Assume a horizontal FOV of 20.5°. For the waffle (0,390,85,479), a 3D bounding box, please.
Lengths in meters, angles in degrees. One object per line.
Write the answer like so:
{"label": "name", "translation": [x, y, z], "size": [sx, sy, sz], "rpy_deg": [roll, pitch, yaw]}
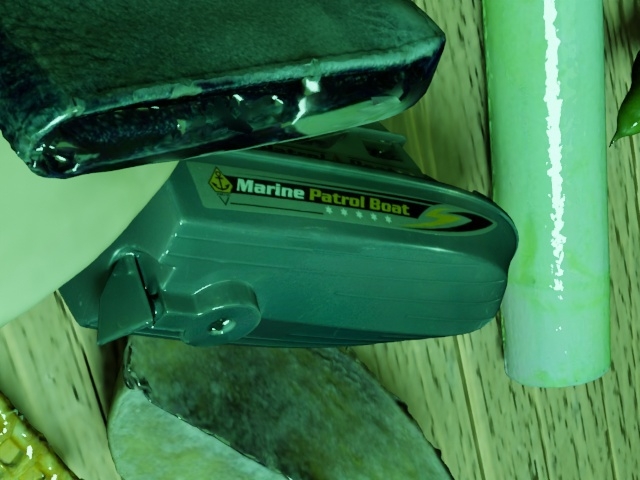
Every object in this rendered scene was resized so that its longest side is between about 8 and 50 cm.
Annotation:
{"label": "waffle", "translation": [-0.187, 0.119, 0.868], "size": [0.102, 0.042, 0.148], "rpy_deg": [-49, 129, -19]}

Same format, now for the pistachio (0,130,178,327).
{"label": "pistachio", "translation": [-0.192, -0.051, 0.718], "size": [0.332, 0.208, 0.226], "rpy_deg": [-37, 80, -24]}

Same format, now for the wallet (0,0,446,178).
{"label": "wallet", "translation": [-0.119, -0.181, 0.670], "size": [0.190, 0.379, 0.046], "rpy_deg": [-17, 152, -38]}

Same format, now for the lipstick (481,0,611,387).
{"label": "lipstick", "translation": [0.142, -0.060, 1.095], "size": [0.076, 0.076, 0.304], "rpy_deg": [-21, 114, -37]}

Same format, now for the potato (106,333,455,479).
{"label": "potato", "translation": [-0.032, 0.118, 0.996], "size": [0.261, 0.100, 0.120], "rpy_deg": [34, 36, -26]}

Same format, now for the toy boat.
{"label": "toy boat", "translation": [-0.002, -0.003, 0.940], "size": [0.296, 0.114, 0.122], "rpy_deg": [4, 55, -42]}

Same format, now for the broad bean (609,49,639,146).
{"label": "broad bean", "translation": [0.252, -0.152, 1.167], "size": [0.043, 0.060, 0.297], "rpy_deg": [36, 53, -1]}
